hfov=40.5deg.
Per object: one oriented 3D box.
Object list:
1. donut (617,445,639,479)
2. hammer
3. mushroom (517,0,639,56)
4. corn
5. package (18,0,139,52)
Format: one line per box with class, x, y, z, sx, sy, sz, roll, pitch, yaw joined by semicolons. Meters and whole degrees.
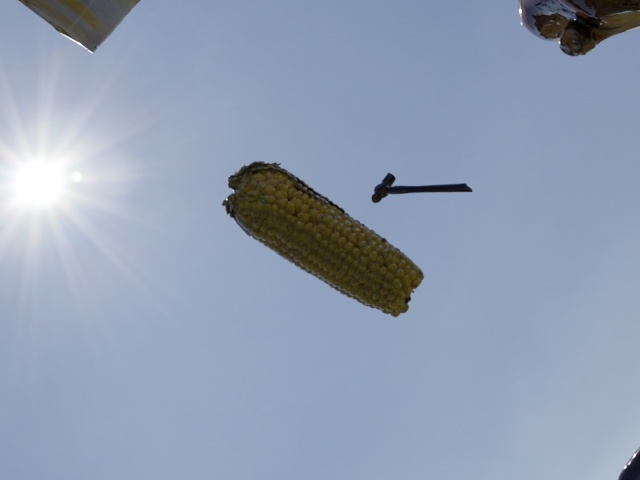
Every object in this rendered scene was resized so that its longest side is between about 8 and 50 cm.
donut;0.356;0.240;0.713;0.230;0.216;0.096;-55;10;33
hammer;0.166;-0.086;1.404;0.065;0.178;0.021;-58;-47;-37
mushroom;0.344;-0.309;1.037;0.194;0.231;0.138;-23;-79;-18
corn;0.000;0.000;1.238;0.115;0.318;0.115;-55;-6;-8
package;-0.311;-0.325;0.840;0.311;0.221;0.165;41;-81;-22
